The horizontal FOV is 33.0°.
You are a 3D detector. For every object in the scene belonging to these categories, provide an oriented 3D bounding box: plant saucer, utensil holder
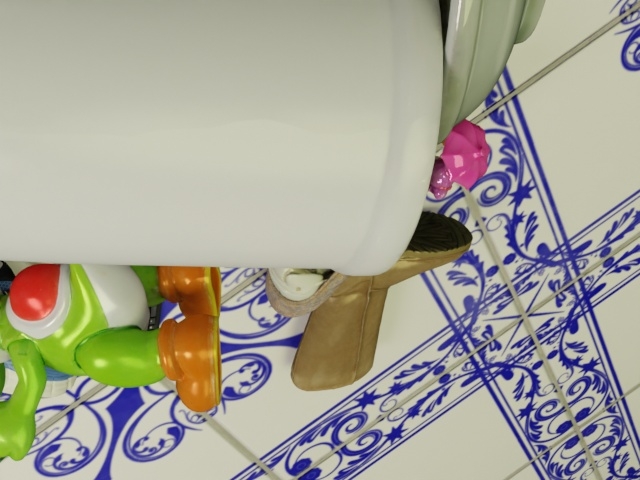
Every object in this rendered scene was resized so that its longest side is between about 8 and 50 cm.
[{"bbox_3d":[0.140,-0.285,0.968,0.100,0.401,0.401,0,134,-2],"label":"plant saucer"},{"bbox_3d":[-0.132,-0.134,0.937,0.385,0.328,0.328,1,131,-15],"label":"utensil holder"}]

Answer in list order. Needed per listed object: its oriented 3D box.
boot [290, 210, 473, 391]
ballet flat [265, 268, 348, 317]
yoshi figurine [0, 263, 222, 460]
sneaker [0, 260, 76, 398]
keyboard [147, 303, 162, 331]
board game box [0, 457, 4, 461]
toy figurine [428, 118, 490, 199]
[{"bbox_3d":[0.081,0.090,1.552,0.236,0.089,0.270,-6,133,-17],"label":"boot"},{"bbox_3d":[0.000,0.000,1.340,0.106,0.108,0.316,-16,155,-50],"label":"ballet flat"},{"bbox_3d":[-0.278,0.107,1.070,0.362,0.203,0.203,-2,93,-4],"label":"yoshi figurine"},{"bbox_3d":[-0.404,0.081,1.187,0.330,0.129,0.147,8,110,-44],"label":"sneaker"},{"bbox_3d":[-0.243,0.067,1.343,0.108,0.023,0.180,-11,134,-27],"label":"keyboard"},{"bbox_3d":[-0.538,0.337,1.398,0.260,0.030,0.136,-46,142,12],"label":"board game box"},{"bbox_3d":[0.135,-0.114,1.323,0.130,0.159,0.173,2,129,-36],"label":"toy figurine"}]
